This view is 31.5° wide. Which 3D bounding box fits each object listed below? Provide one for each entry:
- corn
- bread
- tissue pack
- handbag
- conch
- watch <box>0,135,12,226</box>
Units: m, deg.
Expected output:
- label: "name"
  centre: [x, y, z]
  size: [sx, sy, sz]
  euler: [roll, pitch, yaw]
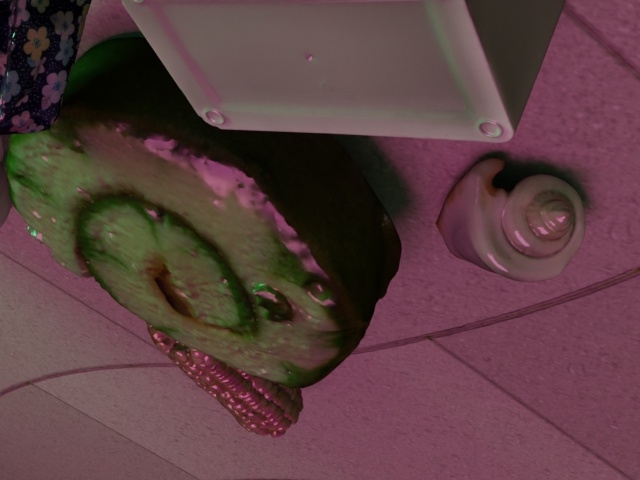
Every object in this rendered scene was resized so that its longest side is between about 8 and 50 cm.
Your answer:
- label: "corn"
  centre: [-0.109, 0.149, 1.430]
  size: [0.127, 0.126, 0.335]
  euler: [11, 154, 22]
- label: "bread"
  centre: [-0.122, -0.015, 1.073]
  size: [0.382, 0.129, 0.366]
  euler: [8, 141, 33]
- label: "tissue pack"
  centre: [0.017, -0.166, 0.743]
  size: [0.246, 0.136, 0.159]
  euler: [6, 148, 29]
- label: "handbag"
  centre: [-0.273, -0.195, 0.858]
  size: [0.208, 0.228, 0.127]
  euler: [18, -167, 25]
- label: "conch"
  centre: [0.160, -0.018, 0.986]
  size: [0.105, 0.094, 0.176]
  euler: [17, -178, -18]
- label: "watch"
  centre: [-0.474, -0.087, 1.211]
  size: [0.244, 0.196, 0.231]
  euler: [14, 145, 24]
